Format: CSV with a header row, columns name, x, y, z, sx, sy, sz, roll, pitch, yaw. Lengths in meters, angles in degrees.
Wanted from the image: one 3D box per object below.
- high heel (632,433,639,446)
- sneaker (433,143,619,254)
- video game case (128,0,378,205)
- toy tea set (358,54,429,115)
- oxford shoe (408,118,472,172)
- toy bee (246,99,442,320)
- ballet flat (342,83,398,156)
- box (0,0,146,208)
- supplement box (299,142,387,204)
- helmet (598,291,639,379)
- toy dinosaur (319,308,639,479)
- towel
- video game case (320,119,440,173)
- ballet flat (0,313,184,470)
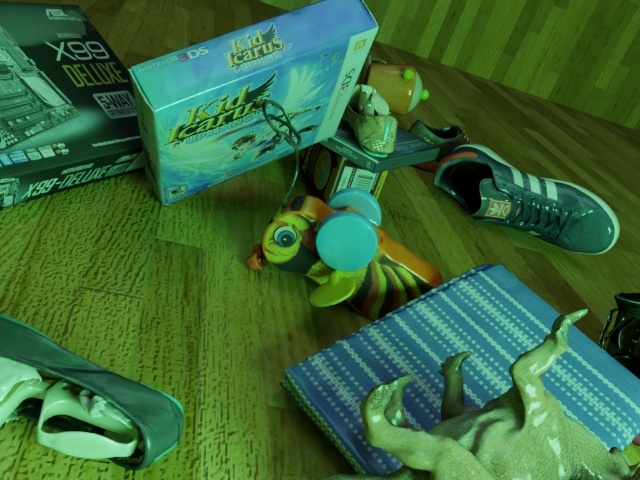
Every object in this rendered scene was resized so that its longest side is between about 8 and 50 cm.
name,x,y,z,sx,sy,sz,roll,pitch,yaw
high heel,0.266,0.165,0.729,0.117,0.082,0.244,-32,68,-22
sneaker,0.364,-0.063,1.163,0.350,0.131,0.148,29,34,27
video game case,-0.083,-0.160,0.761,0.269,0.244,0.061,-26,76,-19
toy tea set,0.136,-0.276,1.301,0.124,0.200,0.336,10,22,-4
oxford shoe,0.309,-0.189,1.369,0.271,0.098,0.097,12,28,-20
toy bee,0.000,0.000,0.762,0.298,0.162,0.195,53,24,6
ballet flat,0.070,-0.194,0.943,0.073,0.067,0.206,5,30,-23
box,-0.357,-0.175,0.765,0.242,0.076,0.307,53,31,3
supplement box,0.031,-0.123,1.030,0.080,0.104,0.188,8,29,-22
helmet,0.428,0.144,0.762,0.161,0.169,0.169,18,21,34
toy dinosaur,0.131,0.181,0.460,0.295,0.127,0.200,-17,76,-16
towel,0.157,0.150,0.619,0.336,0.040,0.243,-21,51,-36
video game case,0.033,-0.189,1.012,0.274,0.026,0.196,34,31,26
ballet flat,-0.200,0.112,0.458,0.203,0.074,0.074,24,26,-1
